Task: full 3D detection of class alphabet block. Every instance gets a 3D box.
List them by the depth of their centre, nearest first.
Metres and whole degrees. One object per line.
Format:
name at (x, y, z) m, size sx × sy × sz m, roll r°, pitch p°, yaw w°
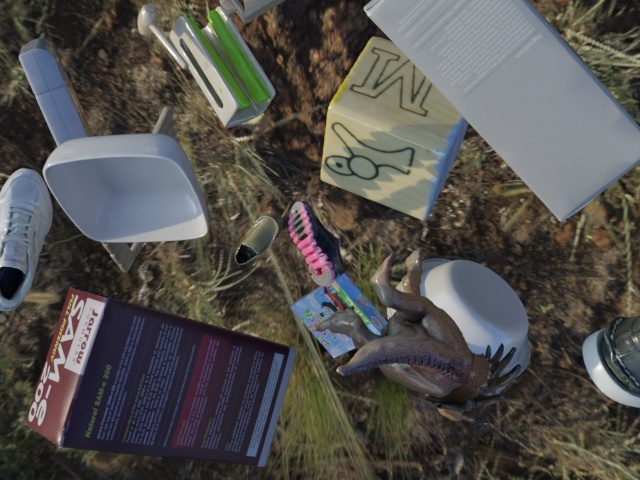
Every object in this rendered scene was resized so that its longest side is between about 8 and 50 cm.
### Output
alphabet block at (0.130, -0.183, 1.219) m, size 0.197 × 0.192 × 0.193 m, roll 23°, pitch 55°, yaw 10°

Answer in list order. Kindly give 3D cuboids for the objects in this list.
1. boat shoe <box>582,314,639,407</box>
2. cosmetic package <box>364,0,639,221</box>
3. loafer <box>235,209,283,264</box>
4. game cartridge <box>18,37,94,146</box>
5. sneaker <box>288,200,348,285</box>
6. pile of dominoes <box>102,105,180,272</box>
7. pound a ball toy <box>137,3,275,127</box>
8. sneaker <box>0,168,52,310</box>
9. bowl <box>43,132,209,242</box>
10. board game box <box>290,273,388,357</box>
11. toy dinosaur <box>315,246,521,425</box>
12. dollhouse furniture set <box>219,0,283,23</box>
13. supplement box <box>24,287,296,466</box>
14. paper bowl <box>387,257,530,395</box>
boat shoe at (0.414, 0.123, 0.765) m, size 0.303 × 0.091 × 0.114 m, roll 2°, pitch 58°, yaw -28°
cosmetic package at (0.158, -0.143, 0.629) m, size 0.107 × 0.127 × 0.238 m, roll -39°, pitch 98°, yaw 20°
loafer at (-0.125, 0.001, 1.497) m, size 0.056 × 0.050 × 0.148 m, roll 33°, pitch 123°, yaw -6°
game cartridge at (-0.406, -0.178, 1.220) m, size 0.060 × 0.196 × 0.294 m, roll -21°, pitch 116°, yaw -7°
sneaker at (0.000, 0.000, 0.996) m, size 0.057 × 0.047 × 0.119 m, roll -22°, pitch 89°, yaw -38°
pile of dominoes at (-0.262, -0.072, 1.054) m, size 0.040 × 0.251 × 0.195 m, roll 26°, pitch 74°, yaw 1°
pound a ball toy at (-0.289, -0.427, 1.811) m, size 0.208 × 0.136 × 0.319 m, roll -28°, pitch 82°, yaw -35°
sneaker at (-0.619, 0.000, 1.545) m, size 0.114 × 0.152 × 0.304 m, roll 9°, pitch 86°, yaw -26°
bowl at (-0.187, -0.057, 0.740) m, size 0.142 × 0.142 × 0.053 m, roll -3°, pitch 58°, yaw 6°
board game box at (0.039, 0.168, 1.648) m, size 0.160 × 0.211 × 0.039 m, roll 49°, pitch 55°, yaw -2°
toy dinosaur at (0.116, 0.120, 0.770) m, size 0.127 × 0.296 × 0.200 m, roll -44°, pitch 79°, yaw 10°
dollhouse furniture set at (-0.179, -0.638, 1.471) m, size 0.174 × 0.303 × 0.355 m, roll -27°, pitch 134°, yaw 13°
supplement box at (-0.141, 0.138, 0.716) m, size 0.239 × 0.073 × 0.130 m, roll 25°, pitch 77°, yaw -45°
paper bowl at (0.281, 0.150, 1.430) m, size 0.284 × 0.284 × 0.148 m, roll 34°, pitch 125°, yaw -3°
